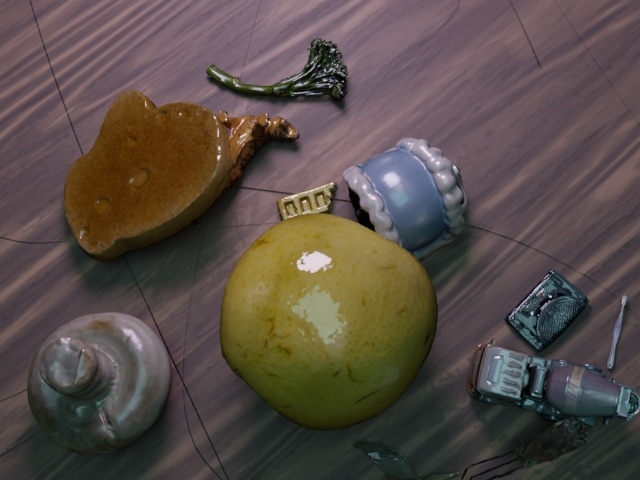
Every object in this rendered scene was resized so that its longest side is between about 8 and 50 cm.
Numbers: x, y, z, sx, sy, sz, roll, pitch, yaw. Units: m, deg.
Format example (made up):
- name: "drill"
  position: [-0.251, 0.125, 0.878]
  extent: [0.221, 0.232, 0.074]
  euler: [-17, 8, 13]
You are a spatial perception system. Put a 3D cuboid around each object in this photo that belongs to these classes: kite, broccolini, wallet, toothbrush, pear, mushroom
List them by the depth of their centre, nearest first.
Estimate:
- name: "pear"
  position: [0.009, 0.124, 1.313]
  extent: [0.348, 0.348, 0.348]
  euler: [-1, 78, 3]
- name: "mushroom"
  position: [-0.373, 0.228, 1.370]
  extent: [0.243, 0.243, 0.243]
  euler: [-1, 78, 3]
- name: "kite"
  position: [0.332, 0.351, 1.376]
  extent: [0.229, 0.127, 0.016]
  euler: [-25, 44, 4]
- name: "toothbrush"
  position: [0.512, 0.158, 1.449]
  extent: [0.011, 0.013, 0.131]
  euler: [13, 80, 16]
- name: "wallet"
  position: [0.394, 0.122, 1.455]
  extent: [0.088, 0.026, 0.129]
  euler: [44, 84, 11]
- name: "broccolini"
  position: [-0.079, -0.328, 1.564]
  extent: [0.271, 0.062, 0.123]
  euler: [5, 68, 7]

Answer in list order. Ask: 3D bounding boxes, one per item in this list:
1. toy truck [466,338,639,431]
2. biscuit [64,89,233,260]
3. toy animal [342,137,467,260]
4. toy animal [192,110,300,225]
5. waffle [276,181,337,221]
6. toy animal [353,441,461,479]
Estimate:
- name: "toy truck"
  position: [0.378, 0.238, 1.373]
  extent: [0.257, 0.140, 0.108]
  euler: [15, 80, 5]
- name: "biscuit"
  position: [-0.313, -0.131, 1.485]
  extent: [0.344, 0.057, 0.287]
  euler: [-28, 66, 16]
- name: "toy animal"
  position: [0.151, -0.080, 1.444]
  extent: [0.204, 0.156, 0.208]
  euler: [-27, 77, -3]
- name: "toy animal"
  position: [-0.163, -0.139, 1.514]
  extent: [0.114, 0.116, 0.255]
  euler: [36, 89, 29]
- name: "waffle"
  position: [0.000, 0.000, 1.502]
  extent: [0.125, 0.032, 0.191]
  euler: [-18, 80, -3]
- name: "toy animal"
  position: [0.161, 0.414, 1.372]
  extent: [0.155, 0.095, 0.219]
  euler: [-20, 79, 3]
